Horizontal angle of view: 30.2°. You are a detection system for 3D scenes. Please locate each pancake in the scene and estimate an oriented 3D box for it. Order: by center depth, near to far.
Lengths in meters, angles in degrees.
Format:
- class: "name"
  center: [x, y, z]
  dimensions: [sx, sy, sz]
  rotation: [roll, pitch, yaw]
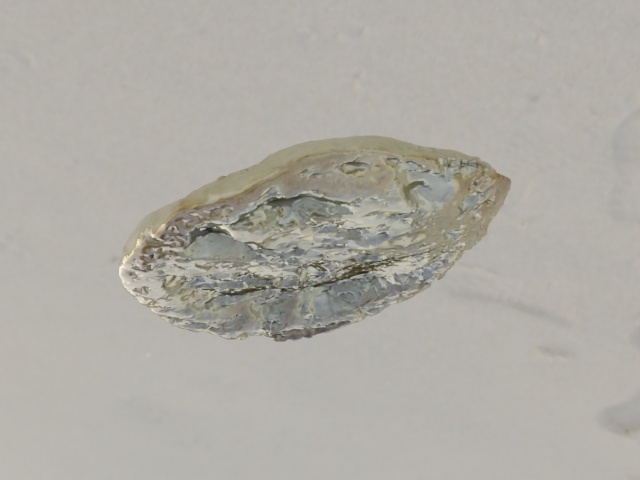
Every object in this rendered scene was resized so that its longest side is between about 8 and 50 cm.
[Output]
- class: "pancake"
  center: [0.000, 0.001, 0.453]
  dimensions: [0.151, 0.025, 0.151]
  rotation: [-8, 154, -4]
